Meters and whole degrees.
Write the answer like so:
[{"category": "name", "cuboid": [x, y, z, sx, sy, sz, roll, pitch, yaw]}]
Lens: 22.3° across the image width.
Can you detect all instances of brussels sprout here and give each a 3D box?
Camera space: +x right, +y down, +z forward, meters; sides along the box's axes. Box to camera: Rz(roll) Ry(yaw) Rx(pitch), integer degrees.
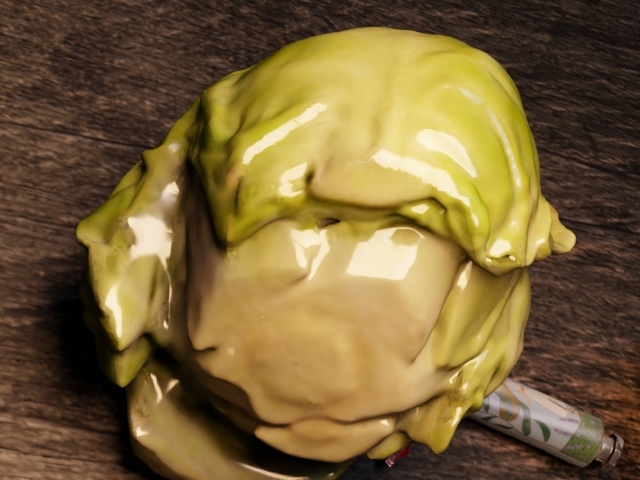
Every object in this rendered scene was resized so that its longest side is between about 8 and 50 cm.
[{"category": "brussels sprout", "cuboid": [0.005, -0.003, 1.444, 0.342, 0.425, 0.361, 58, 19, -22]}]

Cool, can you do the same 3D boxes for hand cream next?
[{"category": "hand cream", "cuboid": [0.189, 0.172, 1.662, 0.256, 0.055, 0.088, 24, 40, -8]}]

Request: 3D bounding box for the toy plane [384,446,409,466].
[{"category": "toy plane", "cuboid": [0.032, 0.156, 1.568, 0.145, 0.037, 0.060, 43, 46, 5]}]
